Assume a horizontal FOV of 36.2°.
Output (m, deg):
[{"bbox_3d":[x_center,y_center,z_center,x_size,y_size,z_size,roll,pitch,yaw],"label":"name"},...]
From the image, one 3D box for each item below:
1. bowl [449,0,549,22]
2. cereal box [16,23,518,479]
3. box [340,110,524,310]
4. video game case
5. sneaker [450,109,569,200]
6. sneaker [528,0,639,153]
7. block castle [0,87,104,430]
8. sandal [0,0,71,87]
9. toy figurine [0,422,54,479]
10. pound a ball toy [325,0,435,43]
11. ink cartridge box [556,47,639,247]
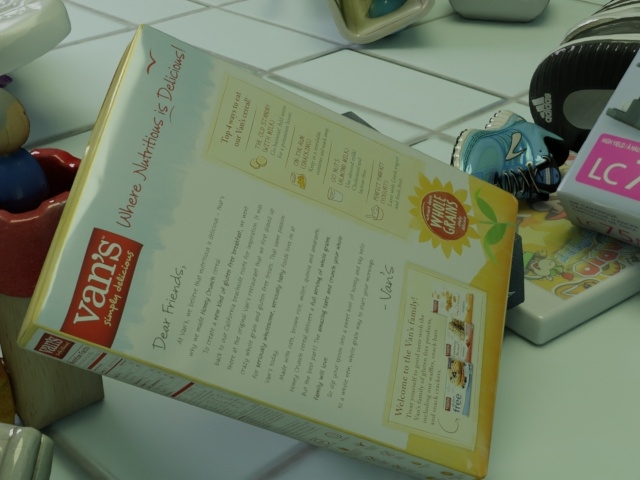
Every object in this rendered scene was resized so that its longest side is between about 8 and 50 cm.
[{"bbox_3d":[0.240,-0.329,1.302,0.142,0.053,0.142,7,29,14],"label":"bowl"},{"bbox_3d":[-0.013,0.011,0.511,0.240,0.047,0.173,23,62,-18],"label":"cereal box"},{"bbox_3d":[0.000,0.000,0.680,0.183,0.059,0.233,-23,36,-17],"label":"box"},{"bbox_3d":[0.168,-0.013,0.761,0.227,0.026,0.206,-21,35,-32],"label":"video game case"},{"bbox_3d":[0.147,-0.056,0.750,0.073,0.063,0.162,18,35,25],"label":"sneaker"},{"bbox_3d":[0.433,-0.164,0.852,0.448,0.169,0.257,11,40,24],"label":"sneaker"},{"bbox_3d":[-0.345,-0.041,0.630,0.303,0.212,0.453,-16,33,-25],"label":"block castle"},{"bbox_3d":[-0.374,-0.199,1.037,0.169,0.102,0.416,-31,29,-19],"label":"sandal"},{"bbox_3d":[-0.176,0.151,0.282,0.148,0.209,0.213,10,28,-3],"label":"toy figurine"},{"bbox_3d":[0.031,-0.347,1.295,0.208,0.135,0.319,-24,27,11],"label":"pound a ball toy"},{"bbox_3d":[0.323,-0.120,0.687,0.186,0.065,0.311,24,74,37],"label":"ink cartridge box"}]
